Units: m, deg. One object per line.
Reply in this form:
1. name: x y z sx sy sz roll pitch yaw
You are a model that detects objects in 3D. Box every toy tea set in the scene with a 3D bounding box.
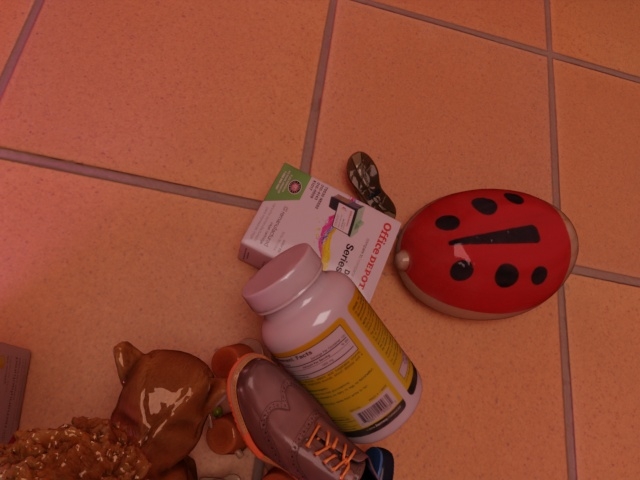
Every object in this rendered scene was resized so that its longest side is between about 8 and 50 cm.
1. toy tea set: -0.107 0.347 0.844 0.200 0.124 0.335 -5 74 16

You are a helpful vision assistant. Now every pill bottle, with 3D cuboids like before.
1. pill bottle: 0.018 0.176 0.818 0.188 0.188 0.333 -42 106 -22

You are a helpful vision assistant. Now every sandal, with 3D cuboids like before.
1. sandal: 0.112 -0.117 1.073 0.072 0.049 0.180 -32 96 -15

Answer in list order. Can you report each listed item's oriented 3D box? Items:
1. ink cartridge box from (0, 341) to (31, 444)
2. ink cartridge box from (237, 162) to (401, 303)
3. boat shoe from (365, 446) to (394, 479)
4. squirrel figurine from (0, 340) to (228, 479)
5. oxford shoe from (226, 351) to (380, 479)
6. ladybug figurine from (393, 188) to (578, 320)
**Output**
1. ink cartridge box: -0.547 0.261 0.601 0.161 0.384 0.278 4 71 -12
2. ink cartridge box: 0.000 0.000 0.964 0.278 0.117 0.201 27 68 -4
3. boat shoe: 0.096 0.506 0.836 0.089 0.109 0.258 16 85 -15
4. squirrel figurine: -0.269 0.334 0.630 0.281 0.397 0.370 23 78 7
5. oxford shoe: -0.001 0.311 0.711 0.363 0.133 0.130 55 47 -18
6. ladybug figurine: 0.380 0.017 1.024 0.450 0.162 0.304 -10 74 -16
